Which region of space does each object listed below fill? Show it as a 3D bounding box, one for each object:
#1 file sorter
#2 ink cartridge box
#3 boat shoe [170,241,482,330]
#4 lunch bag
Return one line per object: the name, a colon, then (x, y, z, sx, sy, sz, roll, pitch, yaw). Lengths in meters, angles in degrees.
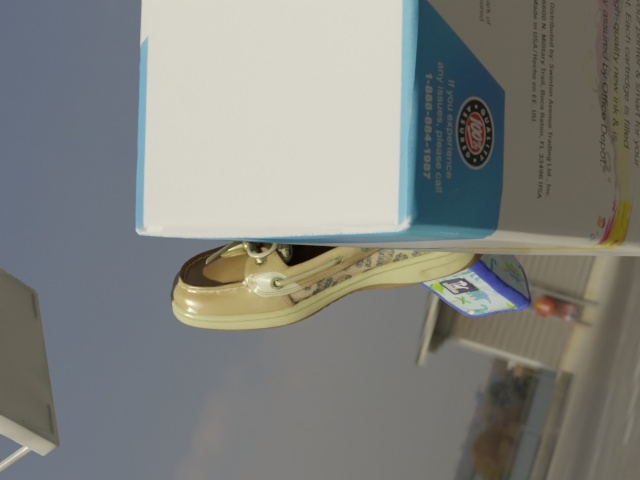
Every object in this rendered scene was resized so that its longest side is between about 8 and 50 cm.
file sorter: (-0.389, 0.091, 1.015, 0.277, 0.173, 0.193, 41, -161, -42)
ink cartridge box: (0.067, -0.093, 0.654, 0.270, 0.197, 0.198, 4, -94, -44)
boat shoe: (0.000, 0.000, 1.049, 0.104, 0.285, 0.089, -107, 1, -54)
lunch bag: (0.144, 0.015, 1.274, 0.096, 0.129, 0.151, -55, 29, 0)
